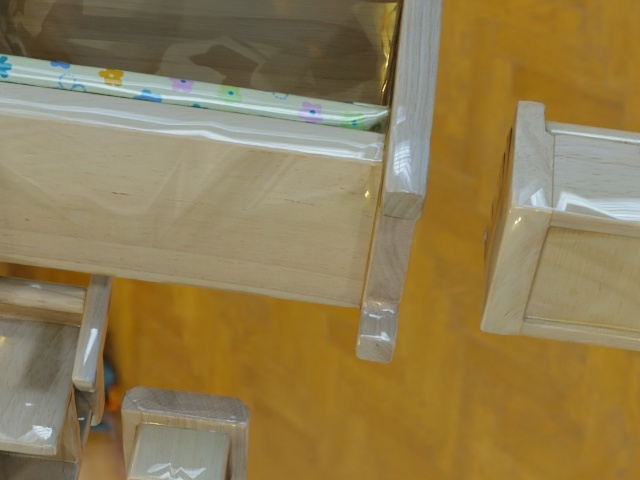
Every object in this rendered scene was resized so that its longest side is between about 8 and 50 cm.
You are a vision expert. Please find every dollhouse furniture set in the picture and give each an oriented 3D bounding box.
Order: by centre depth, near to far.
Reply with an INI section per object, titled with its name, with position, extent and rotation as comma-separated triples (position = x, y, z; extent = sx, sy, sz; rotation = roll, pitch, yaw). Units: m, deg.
[dollhouse furniture set]
position = 0.000, 0.000, 0.399
extent = 0.161, 0.182, 0.101
rotation = 97, -179, -51
